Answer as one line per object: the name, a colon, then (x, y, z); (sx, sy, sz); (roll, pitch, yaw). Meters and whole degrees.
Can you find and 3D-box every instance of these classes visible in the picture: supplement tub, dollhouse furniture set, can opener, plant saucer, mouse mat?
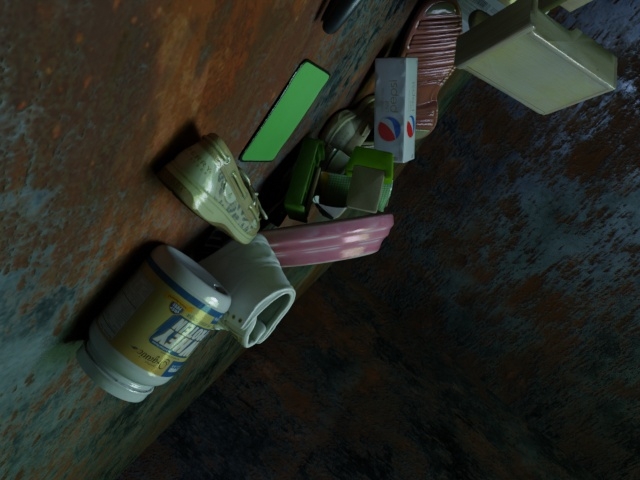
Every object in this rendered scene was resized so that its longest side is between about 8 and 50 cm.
supplement tub: (-0.246, 0.122, 0.770); (0.200, 0.144, 0.144); (-51, 173, -3)
dollhouse furniture set: (0.430, -0.490, 0.999); (0.362, 0.256, 0.395); (-12, -115, 59)
can opener: (0.059, -0.348, 0.662); (0.186, 0.073, 0.059); (-47, -165, 40)
dollhouse furniture set: (0.049, -0.080, 1.133); (0.301, 0.197, 0.152); (79, 24, -75)
plant saucer: (0.000, 0.000, 1.144); (0.331, 0.084, 0.332); (-9, -178, 0)
mouse mat: (-0.055, -0.206, 0.853); (0.190, 0.007, 0.152); (-54, 173, 16)

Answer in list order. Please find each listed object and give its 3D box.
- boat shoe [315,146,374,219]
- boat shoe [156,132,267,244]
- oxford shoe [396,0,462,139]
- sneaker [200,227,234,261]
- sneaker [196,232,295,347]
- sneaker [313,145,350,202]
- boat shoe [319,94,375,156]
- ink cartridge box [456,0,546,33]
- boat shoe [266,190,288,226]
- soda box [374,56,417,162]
boat shoe: (0.113, -0.217, 1.484); (0.340, 0.127, 0.158); (-46, -176, 38)
boat shoe: (-0.127, -0.065, 0.729); (0.089, 0.104, 0.285); (-48, 172, -1)
oxford shoe: (0.228, -0.417, 1.217); (0.397, 0.140, 0.147); (98, -12, -59)
sneaker: (-0.193, 0.032, 0.999); (0.094, 0.081, 0.209); (-95, -154, -55)
sneaker: (-0.184, 0.126, 0.872); (0.292, 0.169, 0.108); (-35, 143, -2)
sneaker: (0.032, -0.155, 1.323); (0.094, 0.091, 0.258); (-48, 172, -23)
boat shoe: (0.105, -0.260, 1.205); (0.109, 0.098, 0.302); (-55, 172, 33)
ink cartridge box: (0.465, -0.591, 1.378); (0.273, 0.197, 0.114); (-47, 174, -21)
boat shoe: (-0.072, -0.089, 1.214); (0.133, 0.042, 0.049); (-51, 169, -12)
soda box: (0.161, -0.279, 1.108); (0.069, 0.073, 0.216); (-30, 123, -54)
